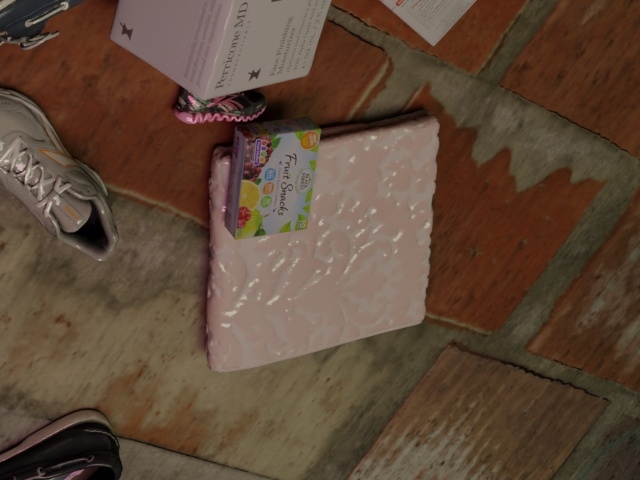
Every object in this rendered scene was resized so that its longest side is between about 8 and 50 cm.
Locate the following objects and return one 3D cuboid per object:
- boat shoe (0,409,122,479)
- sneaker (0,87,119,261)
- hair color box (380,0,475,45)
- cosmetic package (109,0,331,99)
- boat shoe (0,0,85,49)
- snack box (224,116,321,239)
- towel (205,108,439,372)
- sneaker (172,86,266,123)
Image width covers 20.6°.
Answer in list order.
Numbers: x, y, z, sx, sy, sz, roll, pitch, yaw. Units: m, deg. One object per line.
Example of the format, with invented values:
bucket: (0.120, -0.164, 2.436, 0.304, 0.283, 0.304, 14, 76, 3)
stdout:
boat shoe: (-0.398, 0.353, 2.254, 0.340, 0.113, 0.127, -29, 135, -10)
sneaker: (-0.308, -0.071, 1.976, 0.099, 0.121, 0.262, -44, 135, 4)
hair color box: (0.108, -0.315, 2.101, 0.093, 0.053, 0.167, -47, 136, 9)
cosmetic package: (-0.101, -0.262, 1.900, 0.183, 0.151, 0.151, -21, 137, -49)
boat shoe: (-0.311, -0.249, 1.860, 0.254, 0.095, 0.079, -37, 125, -15)
snack box: (-0.058, -0.075, 2.124, 0.100, 0.037, 0.141, -10, 126, -27)
towel: (0.000, 0.000, 2.272, 0.316, 0.053, 0.332, -13, 126, -23)
sneaker: (-0.116, -0.171, 2.081, 0.119, 0.047, 0.057, -7, 116, -30)
